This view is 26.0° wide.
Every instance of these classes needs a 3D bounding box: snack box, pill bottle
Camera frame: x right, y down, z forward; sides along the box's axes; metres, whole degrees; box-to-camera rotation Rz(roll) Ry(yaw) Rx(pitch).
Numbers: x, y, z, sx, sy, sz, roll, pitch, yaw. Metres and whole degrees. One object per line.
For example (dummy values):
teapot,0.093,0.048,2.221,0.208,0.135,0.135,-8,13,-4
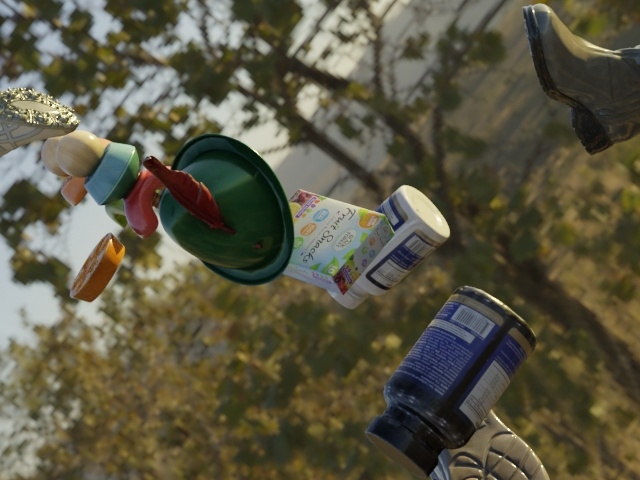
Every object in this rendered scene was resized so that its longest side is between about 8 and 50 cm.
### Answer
snack box,0.000,0.000,1.584,0.141,0.037,0.100,19,60,42
pill bottle,0.155,0.174,1.684,0.219,0.123,0.123,-51,1,-14
pill bottle,0.082,0.013,1.853,0.169,0.094,0.094,-42,5,20

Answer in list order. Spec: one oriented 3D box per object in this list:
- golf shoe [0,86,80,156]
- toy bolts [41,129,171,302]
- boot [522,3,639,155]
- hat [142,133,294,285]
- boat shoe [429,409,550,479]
golf shoe,-0.367,-0.126,1.588,0.069,0.176,0.086,62,141,43
toy bolts,-0.304,-0.053,1.814,0.228,0.158,0.218,-23,37,62
boot,0.320,-0.191,1.458,0.161,0.246,0.083,-19,54,24
hat,-0.150,-0.011,1.481,0.173,0.208,0.183,-8,18,38
boat shoe,0.219,0.321,1.867,0.132,0.355,0.130,-17,-46,-8
